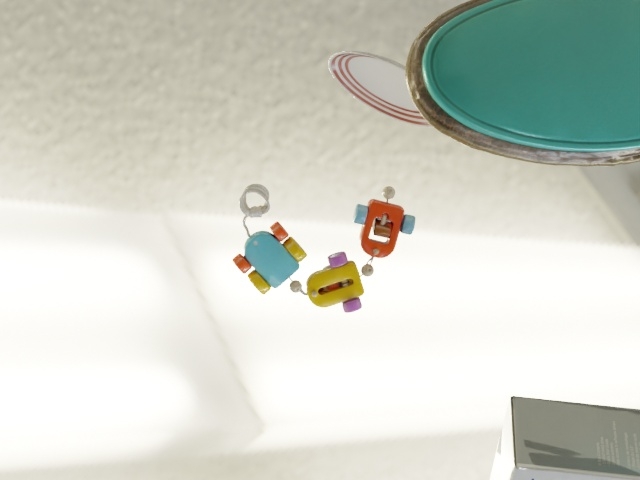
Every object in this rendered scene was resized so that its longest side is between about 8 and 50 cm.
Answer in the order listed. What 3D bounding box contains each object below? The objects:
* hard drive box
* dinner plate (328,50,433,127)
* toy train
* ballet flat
[{"bbox_3d":[0.265,0.238,1.625,0.232,0.181,0.089,6,-140,-1],"label":"hard drive box"},{"bbox_3d":[0.074,-0.163,1.962,0.141,0.141,0.017,37,-109,-26],"label":"dinner plate"},{"bbox_3d":[0.000,0.000,1.752,0.166,0.125,0.046,9,-172,-6],"label":"toy train"},{"bbox_3d":[0.212,-0.110,1.140,0.124,0.342,0.116,148,109,-81],"label":"ballet flat"}]
